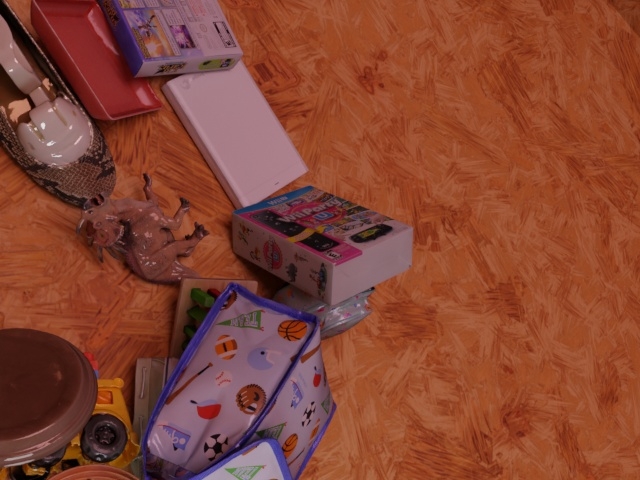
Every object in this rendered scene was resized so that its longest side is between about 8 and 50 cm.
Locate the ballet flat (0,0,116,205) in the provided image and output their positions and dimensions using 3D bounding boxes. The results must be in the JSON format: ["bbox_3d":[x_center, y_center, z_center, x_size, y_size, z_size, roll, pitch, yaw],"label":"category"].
[{"bbox_3d":[-0.530,-0.272,1.626,0.164,0.182,0.483,-34,96,-16],"label":"ballet flat"}]

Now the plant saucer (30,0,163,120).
[{"bbox_3d":[-0.430,-0.339,1.739,0.258,0.048,0.259,58,16,-5],"label":"plant saucer"}]

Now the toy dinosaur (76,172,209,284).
[{"bbox_3d":[-0.333,0.006,1.719,0.200,0.127,0.295,-42,117,-26],"label":"toy dinosaur"}]

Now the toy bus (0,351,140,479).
[{"bbox_3d":[-0.434,0.293,1.539,0.220,0.149,0.211,1,61,-32],"label":"toy bus"}]

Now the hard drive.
[{"bbox_3d":[-0.177,-0.235,1.952,0.203,0.040,0.307,-35,96,-37],"label":"hard drive"}]

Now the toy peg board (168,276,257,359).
[{"bbox_3d":[-0.189,0.160,1.741,0.161,0.079,0.161,4,102,-34],"label":"toy peg board"}]

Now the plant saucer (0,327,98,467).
[{"bbox_3d":[-0.499,0.238,1.464,0.278,0.041,0.278,5,41,-4],"label":"plant saucer"}]

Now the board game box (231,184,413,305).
[{"bbox_3d":[0.000,0.000,1.835,0.224,0.303,0.097,-22,123,-38],"label":"board game box"}]

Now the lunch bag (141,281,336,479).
[{"bbox_3d":[-0.140,0.334,1.582,0.239,0.328,0.385,19,55,22],"label":"lunch bag"}]

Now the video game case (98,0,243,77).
[{"bbox_3d":[-0.321,-0.469,1.888,0.244,0.061,0.269,-14,71,-40],"label":"video game case"}]

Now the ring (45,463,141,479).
[{"bbox_3d":[-0.368,0.524,1.435,0.336,0.032,0.336,16,68,-45],"label":"ring"}]

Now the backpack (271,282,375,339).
[{"bbox_3d":[0.002,0.128,1.875,0.188,0.166,0.144,-6,71,-33],"label":"backpack"}]

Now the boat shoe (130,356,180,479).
[{"bbox_3d":[-0.307,0.354,1.638,0.094,0.109,0.302,7,64,-7],"label":"boat shoe"}]
